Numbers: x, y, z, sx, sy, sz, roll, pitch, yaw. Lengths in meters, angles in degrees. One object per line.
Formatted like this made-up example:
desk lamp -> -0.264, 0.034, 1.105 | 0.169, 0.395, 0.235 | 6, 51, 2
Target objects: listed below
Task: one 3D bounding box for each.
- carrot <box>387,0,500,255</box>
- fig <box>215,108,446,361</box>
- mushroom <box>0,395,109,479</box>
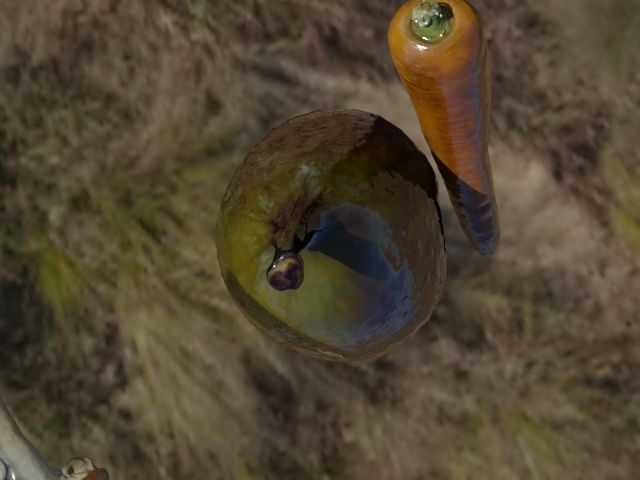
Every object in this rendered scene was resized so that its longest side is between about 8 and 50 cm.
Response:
carrot -> 0.093, -0.076, 1.316 | 0.061, 0.061, 0.256 | -21, 142, 0
fig -> -0.002, 0.001, 1.270 | 0.146, 0.274, 0.170 | 0, 93, 12
mushroom -> -0.171, 0.087, 1.034 | 0.061, 0.187, 0.060 | -29, 169, -25
